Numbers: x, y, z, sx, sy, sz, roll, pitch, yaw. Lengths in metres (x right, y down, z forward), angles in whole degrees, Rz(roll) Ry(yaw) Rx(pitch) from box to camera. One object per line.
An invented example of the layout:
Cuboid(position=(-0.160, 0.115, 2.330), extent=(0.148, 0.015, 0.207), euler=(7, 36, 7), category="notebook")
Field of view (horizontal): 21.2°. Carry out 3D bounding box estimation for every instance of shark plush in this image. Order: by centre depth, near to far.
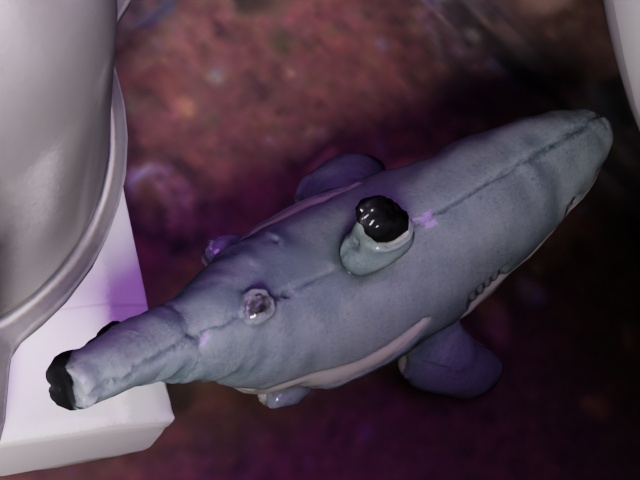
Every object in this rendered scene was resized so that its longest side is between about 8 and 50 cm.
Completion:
Cuboid(position=(0.000, 0.000, 0.402), extent=(0.161, 0.067, 0.073), euler=(-5, 67, -40), category="shark plush")

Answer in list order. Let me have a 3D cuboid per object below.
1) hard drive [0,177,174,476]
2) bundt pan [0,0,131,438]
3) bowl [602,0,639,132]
Cuboid(position=(-0.166, -0.085, 0.416), extent=(0.203, 0.040, 0.307), euler=(-7, 73, -21), category="hard drive")
Cuboid(position=(-0.184, -0.075, 0.315), extent=(0.331, 0.124, 0.330), euler=(6, 69, -15), category="bundt pan")
Cuboid(position=(0.169, -0.055, 0.404), extent=(0.298, 0.134, 0.297), euler=(10, 69, -27), category="bowl")
